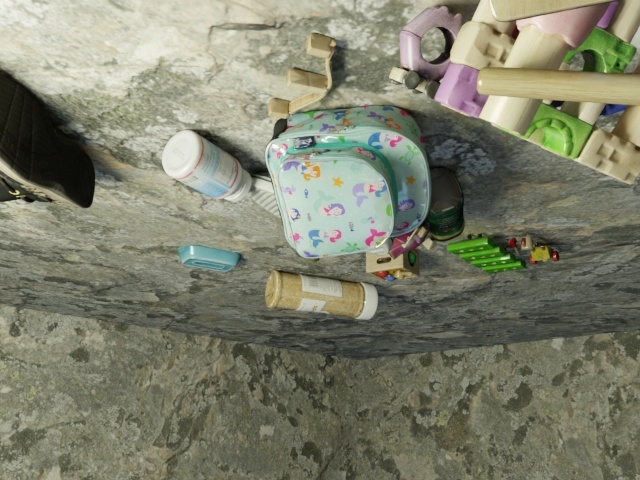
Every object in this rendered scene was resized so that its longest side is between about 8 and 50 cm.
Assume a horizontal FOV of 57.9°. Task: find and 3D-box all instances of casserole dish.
[{"bbox_3d":[-0.319,0.054,1.658,0.188,0.037,0.114,13,158,-27],"label":"casserole dish"}]

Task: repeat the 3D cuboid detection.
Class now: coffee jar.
[{"bbox_3d":[0.244,-0.066,1.161,0.079,0.096,0.184,-22,157,7],"label":"coffee jar"}]

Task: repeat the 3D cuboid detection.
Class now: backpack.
[{"bbox_3d":[0.050,-0.095,0.926,0.253,0.191,0.225,-8,124,5],"label":"backpack"}]

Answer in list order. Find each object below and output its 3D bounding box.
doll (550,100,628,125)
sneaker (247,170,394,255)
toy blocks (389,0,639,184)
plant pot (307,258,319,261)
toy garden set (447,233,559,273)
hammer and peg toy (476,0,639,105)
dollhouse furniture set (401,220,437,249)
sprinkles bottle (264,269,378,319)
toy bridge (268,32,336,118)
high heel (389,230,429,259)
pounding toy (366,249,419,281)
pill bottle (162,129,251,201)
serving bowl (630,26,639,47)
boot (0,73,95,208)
[{"bbox_3d":[0.395,-0.201,0.837,0.188,0.046,0.129,-6,158,21],"label":"doll"},{"bbox_3d":[0.011,-0.083,1.124,0.320,0.128,0.126,22,160,17],"label":"sneaker"},{"bbox_3d":[0.275,-0.222,0.594,0.288,0.260,0.309,18,-163,-17],"label":"toy blocks"},{"bbox_3d":[0.000,0.000,1.424,0.079,0.083,0.083,-28,147,35],"label":"plant pot"},{"bbox_3d":[0.473,0.021,1.481,0.203,0.049,0.244,-11,156,38],"label":"toy garden set"},{"bbox_3d":[0.215,-0.224,0.336,0.265,0.362,0.127,-4,-165,19],"label":"hammer and peg toy"},{"bbox_3d":[0.241,-0.007,1.298,0.114,0.091,0.081,-12,143,-38],"label":"dollhouse furniture set"},{"bbox_3d":[0.005,0.176,1.858,0.355,0.121,0.121,10,159,-21],"label":"sprinkles bottle"},{"bbox_3d":[-0.017,-0.227,0.827,0.063,0.026,0.188,7,161,-22],"label":"toy bridge"},{"bbox_3d":[0.174,-0.049,1.304,0.117,0.082,0.244,-37,137,0],"label":"high heel"},{"bbox_3d":[0.204,0.068,1.554,0.141,0.100,0.130,-10,158,31],"label":"pounding toy"},{"bbox_3d":[-0.198,-0.127,1.040,0.087,0.087,0.160,-9,158,29],"label":"pill bottle"},{"bbox_3d":[0.374,-0.263,0.685,0.083,0.027,0.083,1,162,0],"label":"serving bowl"},{"bbox_3d":[-0.579,-0.148,0.954,0.283,0.138,0.377,0,166,5],"label":"boot"}]
